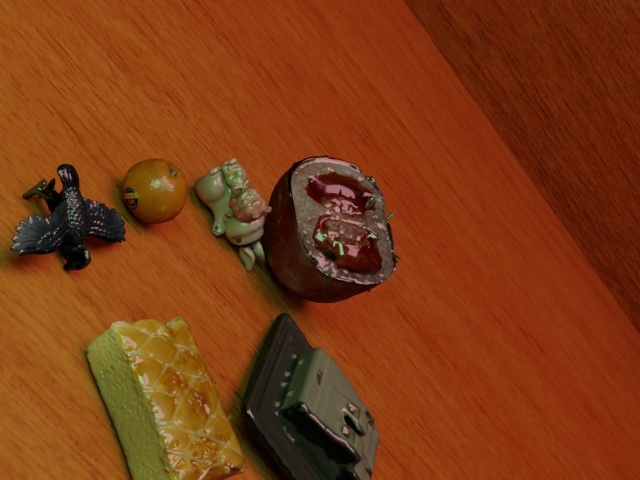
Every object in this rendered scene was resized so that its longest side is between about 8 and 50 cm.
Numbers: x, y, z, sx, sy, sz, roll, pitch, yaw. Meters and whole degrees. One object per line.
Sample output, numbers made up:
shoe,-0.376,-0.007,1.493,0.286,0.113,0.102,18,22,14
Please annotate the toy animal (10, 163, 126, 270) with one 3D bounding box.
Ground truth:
toy animal,-0.270,-0.022,1.048,0.108,0.062,0.220,63,18,9

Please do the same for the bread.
bread,-0.162,0.175,1.030,0.125,0.068,0.188,2,61,-62

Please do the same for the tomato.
tomato,0.000,0.000,1.425,0.181,0.155,0.214,15,54,-28

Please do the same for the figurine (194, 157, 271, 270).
figurine,-0.113,-0.033,1.337,0.146,0.081,0.098,61,-12,0

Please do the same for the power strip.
power strip,0.010,0.237,1.266,0.251,0.092,0.257,50,22,-13

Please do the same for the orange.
orange,-0.203,-0.062,1.200,0.083,0.083,0.083,44,29,-32
